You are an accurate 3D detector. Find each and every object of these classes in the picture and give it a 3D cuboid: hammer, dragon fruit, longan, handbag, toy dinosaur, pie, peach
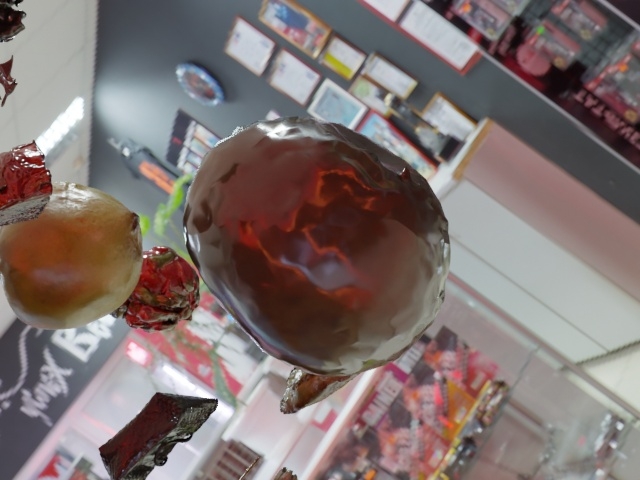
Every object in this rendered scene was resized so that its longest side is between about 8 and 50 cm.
[{"bbox_3d":[-0.137,0.413,1.499,0.029,0.014,0.123,-48,-3,34],"label":"hammer"},{"bbox_3d":[-0.464,0.138,2.351,0.231,0.237,0.303,-23,-13,23],"label":"dragon fruit"},{"bbox_3d":[0.008,0.003,1.373,0.404,0.436,0.404,-27,32,18],"label":"longan"},{"bbox_3d":[-0.343,0.420,1.824,0.270,0.088,0.175,-44,-27,5],"label":"handbag"},{"bbox_3d":[-0.690,-0.355,1.857,0.032,0.108,0.220,-29,3,-34],"label":"toy dinosaur"},{"bbox_3d":[0.035,0.298,2.121,0.355,0.103,0.288,-37,4,3],"label":"pie"},{"bbox_3d":[-0.499,-0.093,1.369,0.127,0.120,0.161,-15,-4,-34],"label":"dragon fruit"},{"bbox_3d":[-0.545,0.042,1.875,0.281,0.316,0.314,-109,17,-62],"label":"peach"}]

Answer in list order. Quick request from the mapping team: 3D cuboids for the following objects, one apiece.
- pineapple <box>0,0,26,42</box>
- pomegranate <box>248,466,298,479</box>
[{"bbox_3d":[-0.551,-0.419,1.348,0.223,0.223,0.357,-55,-22,-31],"label":"pineapple"},{"bbox_3d":[-0.117,0.546,1.724,0.209,0.180,0.180,-52,1,-33],"label":"pomegranate"}]
